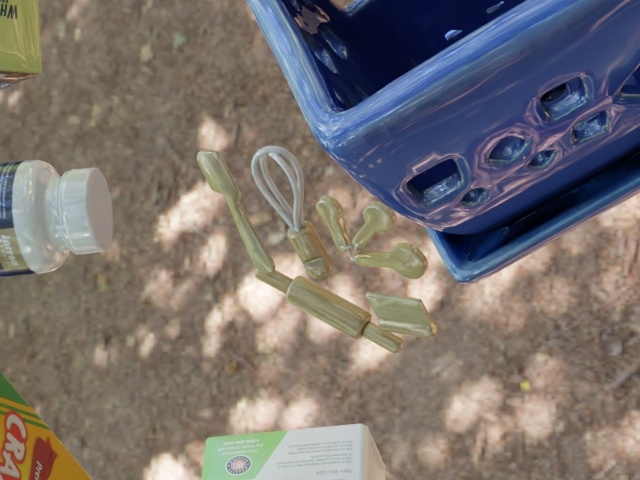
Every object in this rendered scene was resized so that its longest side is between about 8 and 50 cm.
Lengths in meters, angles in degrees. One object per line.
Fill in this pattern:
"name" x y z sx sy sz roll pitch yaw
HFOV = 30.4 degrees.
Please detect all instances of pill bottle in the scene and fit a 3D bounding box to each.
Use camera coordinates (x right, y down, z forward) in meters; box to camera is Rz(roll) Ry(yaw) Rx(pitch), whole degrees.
"pill bottle" -0.186 -0.011 0.688 0.067 0.120 0.067 -6 -90 -83

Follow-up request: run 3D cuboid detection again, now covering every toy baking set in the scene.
"toy baking set" 0.001 0.005 1.087 0.256 0.030 0.197 25 141 18

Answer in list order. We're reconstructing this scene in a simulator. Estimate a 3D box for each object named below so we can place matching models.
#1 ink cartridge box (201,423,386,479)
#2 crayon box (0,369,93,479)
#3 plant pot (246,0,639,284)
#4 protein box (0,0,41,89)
"ink cartridge box" -0.034 0.357 1.319 0.198 0.115 0.273 -7 51 13
"crayon box" -0.286 0.266 1.069 0.081 0.318 0.202 -16 40 14
"plant pot" 0.106 -0.128 0.680 0.236 0.212 0.236 -31 50 10
"protein box" -0.368 -0.239 1.035 0.136 0.199 0.201 -7 85 51
